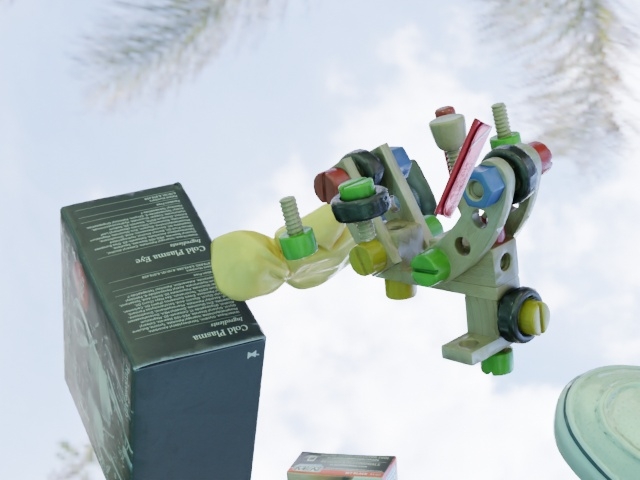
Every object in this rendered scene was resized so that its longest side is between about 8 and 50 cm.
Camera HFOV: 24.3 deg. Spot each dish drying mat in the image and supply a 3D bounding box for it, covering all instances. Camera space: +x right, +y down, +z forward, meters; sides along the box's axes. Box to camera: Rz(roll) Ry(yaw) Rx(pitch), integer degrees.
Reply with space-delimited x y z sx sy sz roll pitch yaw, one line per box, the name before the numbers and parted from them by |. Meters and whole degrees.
dish drying mat | 0.116 -0.057 1.206 0.008 0.032 0.083 25 -84 26

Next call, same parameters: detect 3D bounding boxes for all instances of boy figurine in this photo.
boy figurine | 0.000 0.000 1.827 0.177 0.285 0.092 97 -30 -68

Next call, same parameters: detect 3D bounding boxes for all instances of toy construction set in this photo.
toy construction set | 0.139 0.006 1.557 0.257 0.309 0.237 -8 -73 21

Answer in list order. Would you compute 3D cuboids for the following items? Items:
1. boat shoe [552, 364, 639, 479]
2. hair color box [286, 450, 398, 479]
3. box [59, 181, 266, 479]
boat shoe | 0.352 0.171 1.086 0.367 0.156 0.136 26 -118 12
hair color box | 0.024 0.280 1.355 0.093 0.053 0.167 0 -76 17
box | -0.221 0.159 1.996 0.343 0.179 0.312 97 -29 -41
